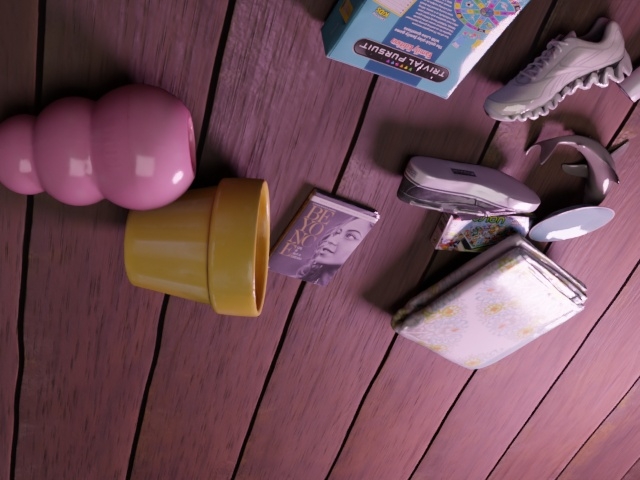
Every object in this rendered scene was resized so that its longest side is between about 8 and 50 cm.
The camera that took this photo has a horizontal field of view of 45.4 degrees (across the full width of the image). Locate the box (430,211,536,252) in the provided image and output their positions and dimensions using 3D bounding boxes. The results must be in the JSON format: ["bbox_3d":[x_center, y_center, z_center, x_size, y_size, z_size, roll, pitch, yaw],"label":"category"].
[{"bbox_3d":[0.356,-0.027,1.679,0.206,0.036,0.114,4,129,-20],"label":"box"}]

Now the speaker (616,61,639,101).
[{"bbox_3d":[0.645,-0.333,1.481,0.136,0.055,0.055,-42,129,21],"label":"speaker"}]

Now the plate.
[{"bbox_3d":[0.553,-0.043,1.697,0.188,0.024,0.188,-8,158,-3],"label":"plate"}]

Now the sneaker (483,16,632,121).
[{"bbox_3d":[0.428,-0.314,1.408,0.292,0.110,0.118,-26,126,-5],"label":"sneaker"}]

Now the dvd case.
[{"bbox_3d":[0.000,0.000,1.608,0.164,0.018,0.221,19,123,-30],"label":"dvd case"}]

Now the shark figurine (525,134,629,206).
[{"bbox_3d":[0.562,-0.156,1.578,0.166,0.116,0.278,-43,131,20],"label":"shark figurine"}]

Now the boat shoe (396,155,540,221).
[{"bbox_3d":[0.300,-0.088,1.559,0.301,0.108,0.102,8,126,-20],"label":"boat shoe"}]

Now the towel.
[{"bbox_3d":[0.399,0.156,1.798,0.374,0.090,0.320,-37,131,25],"label":"towel"}]

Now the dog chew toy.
[{"bbox_3d":[-0.375,-0.147,1.247,0.331,0.207,0.207,-4,132,-3],"label":"dog chew toy"}]

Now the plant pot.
[{"bbox_3d":[-0.223,0.009,1.410,0.238,0.254,0.254,2,132,2],"label":"plant pot"}]

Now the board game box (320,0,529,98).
[{"bbox_3d":[0.192,-0.400,1.218,0.253,0.079,0.336,13,139,-28],"label":"board game box"}]
